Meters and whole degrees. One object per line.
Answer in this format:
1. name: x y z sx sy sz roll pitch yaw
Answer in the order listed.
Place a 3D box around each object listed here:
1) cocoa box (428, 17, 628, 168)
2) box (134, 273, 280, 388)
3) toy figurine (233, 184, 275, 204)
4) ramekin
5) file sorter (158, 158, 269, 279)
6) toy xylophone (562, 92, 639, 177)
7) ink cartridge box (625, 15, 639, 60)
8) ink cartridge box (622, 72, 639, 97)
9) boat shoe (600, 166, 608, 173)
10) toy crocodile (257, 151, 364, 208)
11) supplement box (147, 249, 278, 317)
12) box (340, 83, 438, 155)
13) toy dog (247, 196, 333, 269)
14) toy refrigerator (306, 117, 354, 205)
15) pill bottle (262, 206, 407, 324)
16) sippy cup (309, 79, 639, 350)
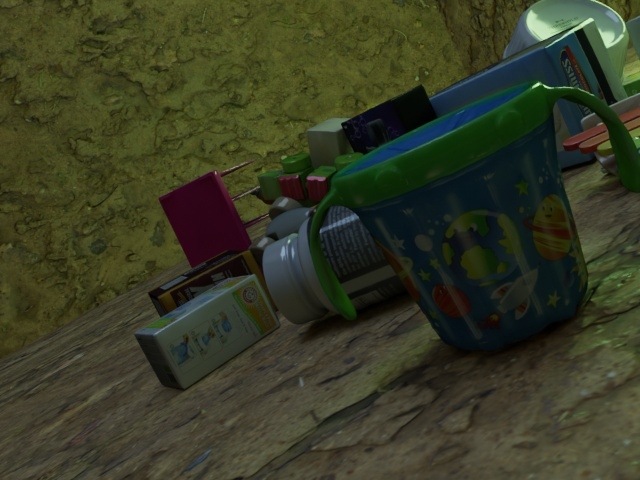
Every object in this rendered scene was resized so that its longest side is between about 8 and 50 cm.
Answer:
1. cocoa box: 0.403 -0.255 1.420 0.228 0.231 0.347 -33 11 -39
2. box: -0.189 0.150 1.175 0.203 0.103 0.114 -31 10 -30
3. toy figurine: -0.165 -0.034 1.870 0.213 0.209 0.148 -28 14 -6
4. ramekin: 0.546 -0.426 1.535 0.273 0.273 0.127 -29 -34 -19
5. file sorter: -0.206 -0.026 1.676 0.202 0.290 0.182 -20 8 39
6. toy xylophone: 0.500 -0.152 0.974 0.236 0.081 0.322 -26 13 3
7. ink cartridge box: 0.766 -0.393 1.291 0.270 0.197 0.198 -28 8 -11
8. ink cartridge box: 0.721 -0.342 1.573 0.209 0.062 0.109 -19 11 41
9. boat shoe: 0.497 -0.141 1.119 0.100 0.035 0.035 -24 9 12
10. toy crocodile: 0.002 -0.121 1.494 0.341 0.115 0.105 3 26 33
11. supplement box: -0.215 0.117 1.366 0.191 0.129 0.194 -29 9 -18
12. box: 0.179 -0.168 1.462 0.103 0.261 0.184 -31 9 -29
13. toy dog: 0.000 0.000 1.408 0.220 0.161 0.334 -52 27 -12
14. toy refrigerator: 0.047 -0.137 1.598 0.094 0.269 0.102 9 30 36
15. pill bottle: 0.067 0.014 1.036 0.283 0.161 0.161 -23 9 19
16. sippy cup: 0.161 -0.016 0.726 0.306 0.224 0.240 -19 12 43
